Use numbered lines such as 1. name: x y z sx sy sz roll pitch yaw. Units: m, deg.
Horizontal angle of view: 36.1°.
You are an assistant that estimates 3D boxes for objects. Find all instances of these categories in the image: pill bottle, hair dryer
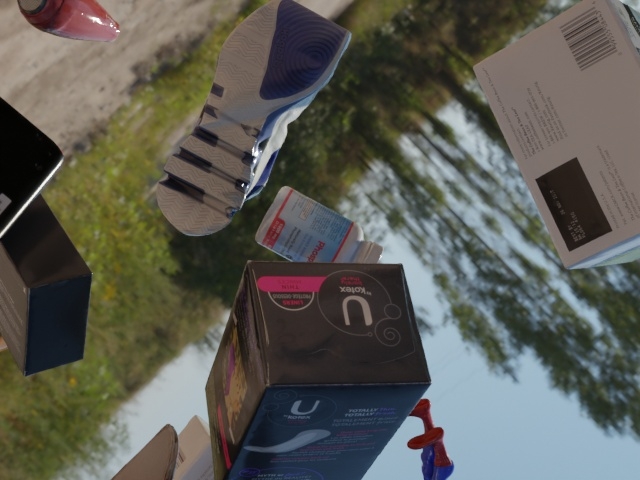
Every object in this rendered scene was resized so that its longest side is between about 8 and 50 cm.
1. pill bottle: 0.000 0.000 1.317 0.087 0.160 0.087 -62 -179 1
2. hair dryer: -0.369 -0.398 1.406 0.080 0.293 0.223 0 -133 25

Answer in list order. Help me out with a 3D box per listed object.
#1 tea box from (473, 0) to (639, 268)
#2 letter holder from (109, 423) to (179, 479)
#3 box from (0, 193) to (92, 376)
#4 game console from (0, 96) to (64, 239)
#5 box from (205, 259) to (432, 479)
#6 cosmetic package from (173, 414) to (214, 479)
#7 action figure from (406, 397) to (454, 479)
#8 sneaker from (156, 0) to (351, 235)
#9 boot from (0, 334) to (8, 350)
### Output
1. tea box: 0.441 -0.151 1.454 0.220 0.329 0.323 -29 166 30
2. letter holder: -0.187 0.353 1.110 0.214 0.152 0.302 -48 -172 -3
3. box: -0.447 0.043 1.479 0.103 0.261 0.184 -17 139 -31
4. game console: -0.566 -0.106 1.304 0.060 0.342 0.386 -32 -157 42
5. box: -0.016 0.150 1.017 0.270 0.165 0.143 114 -29 -51
6. cosmetic package: -0.154 0.595 2.026 0.230 0.453 0.161 -48 -159 -6
7. action figure: 0.123 0.343 1.288 0.139 0.280 0.091 -22 -145 2
8. sneaker: -0.096 -0.149 1.238 0.315 0.127 0.182 -58 -177 -2
9. boot: -0.618 0.191 1.910 0.211 0.104 0.295 4 132 -46
